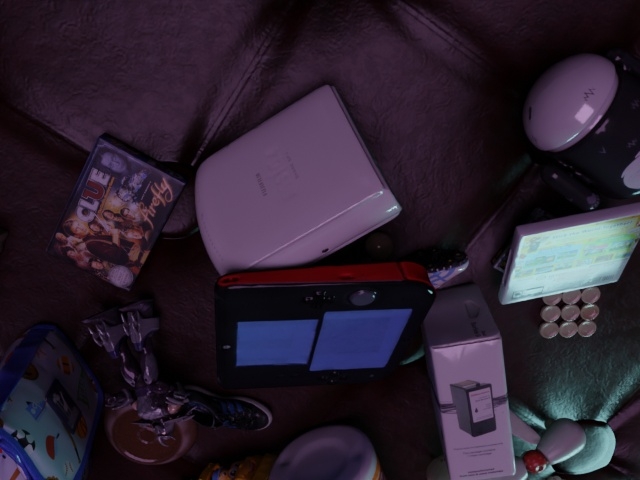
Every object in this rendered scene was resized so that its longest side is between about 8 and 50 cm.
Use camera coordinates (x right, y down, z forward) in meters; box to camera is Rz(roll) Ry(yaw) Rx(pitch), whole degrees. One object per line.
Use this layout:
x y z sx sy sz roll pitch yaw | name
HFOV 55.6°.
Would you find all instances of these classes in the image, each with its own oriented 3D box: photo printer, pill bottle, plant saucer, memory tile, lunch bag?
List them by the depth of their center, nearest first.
-0.058 -0.075 0.971 0.308 0.256 0.107 -29 149 11 | photo printer
-0.539 0.391 1.102 0.239 0.328 0.385 6 111 -9 | lunch bag
0.481 0.121 1.170 0.113 0.012 0.147 -4 111 1 | memory tile
0.065 0.596 1.243 0.224 0.224 0.392 -19 111 7 | pill bottle
-0.356 0.397 1.263 0.199 0.036 0.198 0 112 -1 | plant saucer

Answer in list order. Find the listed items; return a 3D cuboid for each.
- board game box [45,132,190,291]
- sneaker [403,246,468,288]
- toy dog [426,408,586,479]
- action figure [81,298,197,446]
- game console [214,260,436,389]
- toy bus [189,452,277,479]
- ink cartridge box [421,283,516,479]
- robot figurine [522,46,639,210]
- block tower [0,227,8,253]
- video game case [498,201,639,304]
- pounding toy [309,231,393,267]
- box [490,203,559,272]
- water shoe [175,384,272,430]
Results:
-0.363 -0.045 1.083 0.165 0.042 0.243 28 109 -11 | board game box
0.165 0.086 1.119 0.237 0.085 0.086 -27 115 12 | sneaker
0.359 0.452 1.252 0.334 0.161 0.220 -6 109 -14 | toy dog
-0.338 0.259 1.146 0.186 0.099 0.284 -17 94 22 | action figure
-0.005 0.162 1.038 0.342 0.060 0.386 -4 145 -12 | game console
-0.204 0.543 1.278 0.212 0.149 0.220 17 109 10 | toy bus
0.263 0.254 1.117 0.122 0.211 0.289 -10 110 5 | ink cartridge box
0.457 -0.175 0.971 0.278 0.209 0.173 30 138 -12 | robot figurine
-0.677 0.124 1.102 0.091 0.097 0.335 24 101 -6 | block tower
0.432 0.026 1.051 0.227 0.026 0.206 -11 141 -3 | video game case
0.000 0.000 1.067 0.237 0.110 0.183 41 106 -15 | pounding toy
0.393 0.013 1.118 0.094 0.027 0.137 29 109 -12 | box
-0.199 0.356 1.223 0.203 0.080 0.072 16 111 -7 | water shoe
